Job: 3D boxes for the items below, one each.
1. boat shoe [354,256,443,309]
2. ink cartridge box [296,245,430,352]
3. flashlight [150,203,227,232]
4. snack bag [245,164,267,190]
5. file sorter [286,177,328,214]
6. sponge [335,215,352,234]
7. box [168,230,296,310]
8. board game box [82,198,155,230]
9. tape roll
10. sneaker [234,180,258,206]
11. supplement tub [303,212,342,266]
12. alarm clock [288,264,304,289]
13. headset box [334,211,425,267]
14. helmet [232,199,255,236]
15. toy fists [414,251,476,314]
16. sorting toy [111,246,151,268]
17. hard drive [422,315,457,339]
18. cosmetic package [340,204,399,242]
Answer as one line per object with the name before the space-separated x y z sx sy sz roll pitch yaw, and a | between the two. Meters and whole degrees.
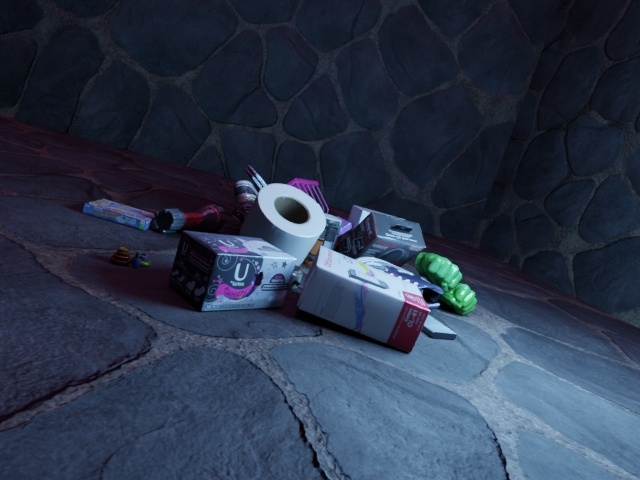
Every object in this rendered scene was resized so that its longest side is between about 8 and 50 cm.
boat shoe | 0.250 0.142 1.532 0.340 0.127 0.158 12 4 -30
ink cartridge box | 0.110 0.147 1.230 0.306 0.131 0.226 24 12 -2
flashlight | -0.448 -0.077 1.640 0.103 0.103 0.304 23 10 16
snack bag | -0.186 -0.150 1.905 0.343 0.037 0.323 54 -4 -19
file sorter | -0.107 -0.174 2.327 0.182 0.202 0.290 63 20 6
sponge | 0.021 -0.031 2.013 0.210 0.031 0.117 -29 29 -17
box | -0.207 0.072 1.130 0.163 0.142 0.247 26 14 40
board game box | -0.651 -0.086 1.538 0.201 0.035 0.136 16 10 -4
tape roll | -0.126 -0.046 1.548 0.246 0.169 0.246 21 38 -18
sneaker | -0.325 -0.162 2.274 0.126 0.128 0.321 -14 -25 18
supplement tub | 0.000 0.000 1.711 0.116 0.191 0.117 17 11 -3
alarm clock | -0.104 0.102 1.380 0.192 0.064 0.129 29 15 37
headset box | 0.212 0.022 1.668 0.217 0.293 0.110 12 52 -29
helmet | -0.240 -0.072 1.738 0.169 0.162 0.169 -6 8 1
toy fists | 0.441 0.154 1.629 0.279 0.096 0.142 52 -22 -25
sorting toy | -0.465 0.039 1.161 0.061 0.042 0.101 26 13 40
hard drive | 0.324 0.252 1.385 0.094 0.022 0.135 11 12 -31
cosmetic package | 0.228 -0.014 2.062 0.224 0.224 0.138 14 11 -19
